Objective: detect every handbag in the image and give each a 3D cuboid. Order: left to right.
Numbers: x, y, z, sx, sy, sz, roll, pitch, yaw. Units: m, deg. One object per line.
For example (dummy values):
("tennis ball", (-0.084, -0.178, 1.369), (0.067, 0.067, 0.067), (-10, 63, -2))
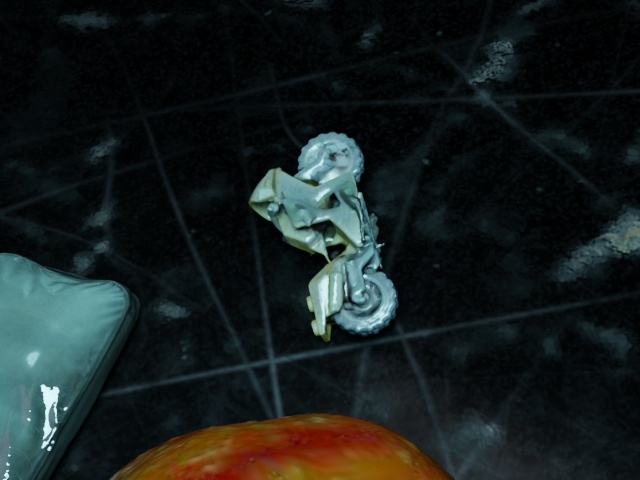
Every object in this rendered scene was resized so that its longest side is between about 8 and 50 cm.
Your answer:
("handbag", (-0.325, 0.156, 1.226), (0.191, 0.075, 0.332), (15, 55, 15))

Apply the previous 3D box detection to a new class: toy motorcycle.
("toy motorcycle", (0.000, 0.000, 1.274), (0.130, 0.094, 0.229), (-15, 66, 5))

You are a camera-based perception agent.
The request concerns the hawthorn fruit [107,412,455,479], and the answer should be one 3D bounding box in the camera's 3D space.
("hawthorn fruit", (-0.019, 0.293, 0.854), (0.403, 0.403, 0.403), (-5, 54, 6))
